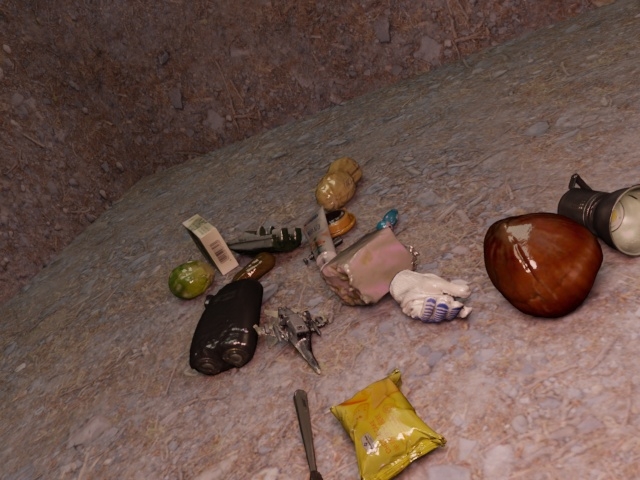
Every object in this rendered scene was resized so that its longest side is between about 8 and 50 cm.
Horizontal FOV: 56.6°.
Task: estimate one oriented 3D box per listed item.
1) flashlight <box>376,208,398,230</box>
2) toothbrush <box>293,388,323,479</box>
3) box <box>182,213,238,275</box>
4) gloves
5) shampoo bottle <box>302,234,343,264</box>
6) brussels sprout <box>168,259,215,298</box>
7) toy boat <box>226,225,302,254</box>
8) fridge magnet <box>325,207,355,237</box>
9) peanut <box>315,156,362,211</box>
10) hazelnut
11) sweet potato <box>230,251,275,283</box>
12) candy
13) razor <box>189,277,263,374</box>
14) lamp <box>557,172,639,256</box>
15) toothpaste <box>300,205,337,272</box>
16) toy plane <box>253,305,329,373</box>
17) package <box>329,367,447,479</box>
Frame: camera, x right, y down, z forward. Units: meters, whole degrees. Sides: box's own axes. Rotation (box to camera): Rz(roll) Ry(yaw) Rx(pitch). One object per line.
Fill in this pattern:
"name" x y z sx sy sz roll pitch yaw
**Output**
"flashlight" 0.204 -0.057 1.790 0.051 0.051 0.129 -13 26 29
"toothbrush" -0.026 0.386 1.175 0.030 0.030 0.297 -2 22 -8
"box" -0.396 0.011 2.121 0.069 0.164 0.256 -35 25 -15
"gloves" 0.247 0.128 1.324 0.119 0.097 0.229 -50 29 -11
"shampoo bottle" 0.007 0.030 1.842 0.137 0.027 0.048 -32 25 -10
"brussels sprout" -0.436 0.129 1.989 0.155 0.117 0.155 -32 20 13
"toy boat" -0.208 0.001 2.004 0.319 0.092 0.141 -7 -3 41
"fridge magnet" 0.046 -0.054 1.925 0.143 0.063 0.143 -19 25 10
"peanut" 0.069 -0.210 2.134 0.130 0.130 0.290 -13 29 28
"hazelnut" 0.425 0.037 1.187 0.229 0.229 0.229 -22 25 11
"sweet potato" -0.227 0.117 1.872 0.081 0.062 0.233 0 38 44
"candy" 0.121 0.068 1.476 0.195 0.137 0.185 -38 7 -21
"razor" -0.249 0.223 1.625 0.189 0.107 0.327 -21 25 11
"lamp" 0.604 -0.052 1.298 0.172 0.147 0.227 -54 19 -3
"toothpaste" 0.000 0.000 1.809 0.100 0.066 0.323 -40 31 13
"toy plane" -0.050 0.229 1.442 0.192 0.088 0.262 -6 21 -23
"package" 0.110 0.331 1.068 0.168 0.090 0.226 -31 27 -4
